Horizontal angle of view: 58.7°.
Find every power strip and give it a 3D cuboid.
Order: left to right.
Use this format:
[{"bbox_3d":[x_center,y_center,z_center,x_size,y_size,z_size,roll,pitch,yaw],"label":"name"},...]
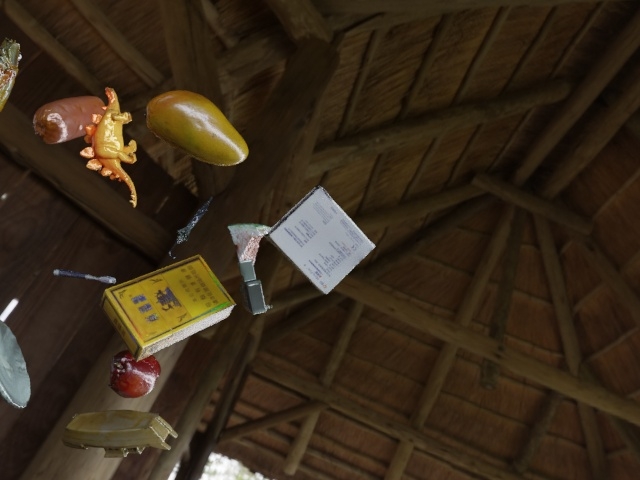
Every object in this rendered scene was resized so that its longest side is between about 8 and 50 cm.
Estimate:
[{"bbox_3d":[-0.189,0.124,1.578,0.061,0.145,0.216,-13,0,-15],"label":"power strip"}]

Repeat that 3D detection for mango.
[{"bbox_3d":[-0.282,-0.262,1.331,0.254,0.138,0.113,28,-11,-12],"label":"mango"}]

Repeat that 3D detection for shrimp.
[{"bbox_3d":[-0.626,-0.285,1.084,0.051,0.115,0.217,32,-76,-24],"label":"shrimp"}]

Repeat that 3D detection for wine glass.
[{"bbox_3d":[-0.845,0.327,1.171,0.407,0.267,0.267,-18,-31,-14],"label":"wine glass"}]

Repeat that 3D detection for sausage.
[{"bbox_3d":[-0.691,-0.335,1.565,0.114,0.259,0.113,3,-70,8],"label":"sausage"}]

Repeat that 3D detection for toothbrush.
[{"bbox_3d":[-0.713,0.106,1.709,0.288,0.024,0.026,3,0,33],"label":"toothbrush"}]

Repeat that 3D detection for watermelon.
[{"bbox_3d":[-0.234,0.008,1.678,0.121,0.158,0.098,27,7,13],"label":"watermelon"}]

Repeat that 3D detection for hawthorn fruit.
[{"bbox_3d":[-0.553,0.383,1.653,0.148,0.148,0.172,15,-18,16],"label":"hawthorn fruit"}]

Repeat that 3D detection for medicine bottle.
[{"bbox_3d":[0.000,0.000,1.305,0.201,0.171,0.052,46,-5,-13],"label":"medicine bottle"}]

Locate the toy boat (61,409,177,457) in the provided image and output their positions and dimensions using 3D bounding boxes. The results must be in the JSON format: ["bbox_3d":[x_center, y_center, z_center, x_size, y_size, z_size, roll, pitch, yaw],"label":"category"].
[{"bbox_3d":[-0.339,0.329,0.953,0.206,0.064,0.072,-4,-64,17],"label":"toy boat"}]

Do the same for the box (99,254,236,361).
[{"bbox_3d":[-0.410,0.175,1.550,0.192,0.302,0.084,50,-45,18],"label":"box"}]

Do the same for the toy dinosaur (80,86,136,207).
[{"bbox_3d":[-0.477,-0.208,1.280,0.117,0.288,0.070,-7,-6,-9],"label":"toy dinosaur"}]

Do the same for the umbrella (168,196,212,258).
[{"bbox_3d":[-0.397,-0.053,1.741,0.044,0.268,0.044,-12,-50,37],"label":"umbrella"}]
